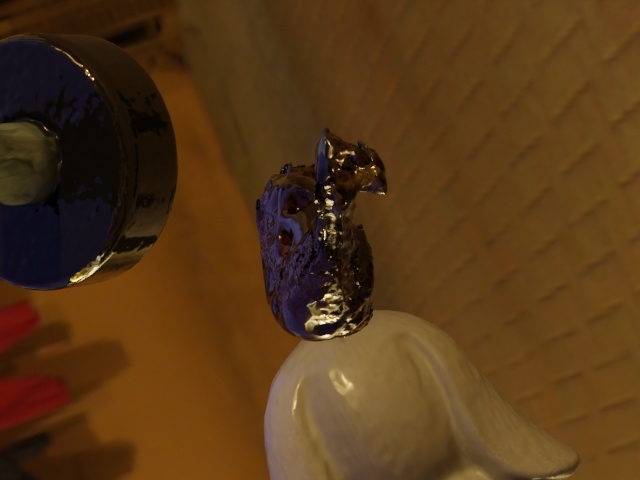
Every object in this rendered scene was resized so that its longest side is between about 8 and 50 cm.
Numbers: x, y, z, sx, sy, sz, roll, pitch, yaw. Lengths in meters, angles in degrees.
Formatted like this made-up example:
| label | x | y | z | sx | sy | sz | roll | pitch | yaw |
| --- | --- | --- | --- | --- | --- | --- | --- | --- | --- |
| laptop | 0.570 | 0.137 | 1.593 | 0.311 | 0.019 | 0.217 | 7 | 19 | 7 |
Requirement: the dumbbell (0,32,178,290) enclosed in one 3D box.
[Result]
| label | x | y | z | sx | sy | sz | roll | pitch | yaw |
| --- | --- | --- | --- | --- | --- | --- | --- | --- | --- |
| dumbbell | -0.143 | -0.024 | 0.588 | 0.191 | 0.100 | 0.100 | -8 | -104 | -56 |

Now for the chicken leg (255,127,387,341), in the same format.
| label | x | y | z | sx | sy | sz | roll | pitch | yaw |
| --- | --- | --- | --- | --- | --- | --- | --- | --- | --- |
| chicken leg | 0.000 | 0.000 | 0.891 | 0.253 | 0.051 | 0.106 | 154 | 110 | -80 |

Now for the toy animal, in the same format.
| label | x | y | z | sx | sy | sz | roll | pitch | yaw |
| --- | --- | --- | --- | --- | --- | --- | --- | --- | --- |
| toy animal | 0.071 | 0.184 | 1.452 | 0.206 | 0.271 | 0.265 | 68 | 178 | -80 |
